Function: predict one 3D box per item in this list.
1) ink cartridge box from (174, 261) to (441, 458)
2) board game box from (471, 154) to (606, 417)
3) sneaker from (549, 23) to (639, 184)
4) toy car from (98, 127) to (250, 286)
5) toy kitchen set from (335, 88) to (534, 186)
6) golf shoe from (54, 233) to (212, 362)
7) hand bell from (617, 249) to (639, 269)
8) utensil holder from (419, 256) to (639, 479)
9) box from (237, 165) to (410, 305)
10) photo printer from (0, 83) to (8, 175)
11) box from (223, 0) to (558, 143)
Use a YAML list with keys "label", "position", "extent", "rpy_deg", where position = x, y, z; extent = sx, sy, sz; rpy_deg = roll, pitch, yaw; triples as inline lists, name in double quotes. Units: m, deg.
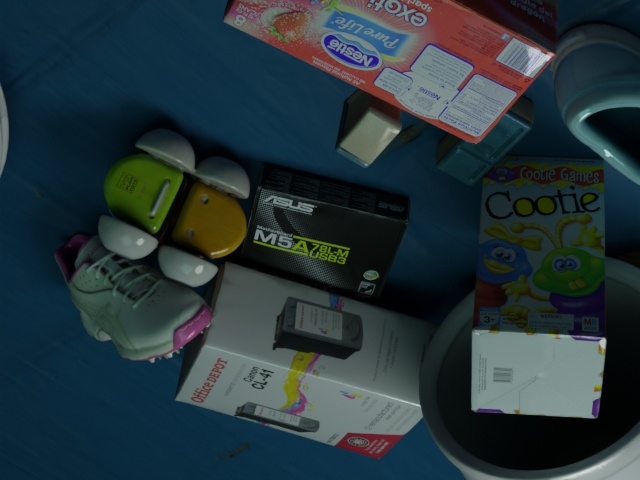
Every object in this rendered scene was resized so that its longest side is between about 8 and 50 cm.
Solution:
- label: "ink cartridge box"
  position: [-0.019, 0.164, 1.795]
  extent: [0.306, 0.131, 0.226]
  rpy_deg: [16, 151, -9]
- label: "board game box"
  position: [0.249, 0.047, 1.539]
  extent: [0.142, 0.275, 0.144]
  rpy_deg: [2, 137, 8]
- label: "sneaker"
  position: [0.400, -0.088, 1.459]
  extent: [0.366, 0.150, 0.135]
  rpy_deg: [23, 137, -13]
- label: "toy car"
  position: [-0.183, -0.040, 1.649]
  extent: [0.182, 0.159, 0.136]
  rpy_deg: [26, 173, -19]
- label: "toy kitchen set"
  position: [0.113, -0.108, 1.480]
  extent: [0.207, 0.166, 0.122]
  rpy_deg: [27, 135, -17]
- label: "golf shoe"
  position: [-0.248, 0.066, 1.706]
  extent: [0.306, 0.115, 0.140]
  rpy_deg: [8, 134, 55]
- label: "hand bell"
  position: [0.480, 0.033, 1.631]
  extent: [0.242, 0.126, 0.126]
  rpy_deg: [6, 139, 24]
- label: "utensil holder"
  position: [0.346, 0.261, 1.721]
  extent: [0.328, 0.327, 0.385]
  rpy_deg: [-13, 135, 23]
- label: "box"
  position: [0.000, 0.000, 1.707]
  extent: [0.191, 0.045, 0.184]
  rpy_deg: [14, 141, -5]
- label: "photo printer"
  position: [-0.526, -0.142, 1.609]
  extent: [0.308, 0.107, 0.256]
  rpy_deg: [16, 137, -6]
- label: "box"
  position: [0.074, -0.244, 1.359]
  extent: [0.300, 0.142, 0.154]
  rpy_deg: [24, 136, -14]
